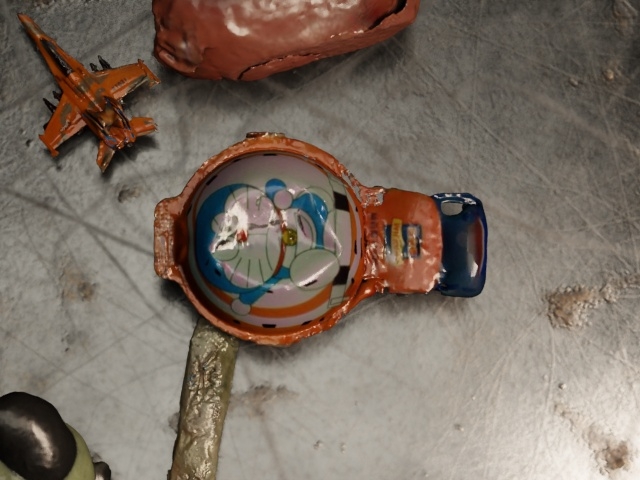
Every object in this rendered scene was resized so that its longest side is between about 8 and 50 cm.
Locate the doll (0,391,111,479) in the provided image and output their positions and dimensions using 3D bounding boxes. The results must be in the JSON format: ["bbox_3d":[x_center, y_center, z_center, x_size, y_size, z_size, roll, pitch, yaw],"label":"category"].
[{"bbox_3d":[-0.323,0.241,1.818,0.234,0.143,0.135,-33,87,-10],"label":"doll"}]

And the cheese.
[{"bbox_3d":[0.000,0.000,1.892,0.329,0.129,0.217,3,79,-3],"label":"cheese"}]

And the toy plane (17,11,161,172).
[{"bbox_3d":[-0.248,-0.159,1.956,0.135,0.062,0.188,-39,68,-10],"label":"toy plane"}]

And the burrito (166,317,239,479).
[{"bbox_3d":[-0.116,0.163,1.895,0.051,0.042,0.171,11,79,-11],"label":"burrito"}]

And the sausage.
[{"bbox_3d":[-0.039,-0.246,1.934,0.279,0.152,0.152,-14,79,-8],"label":"sausage"}]
